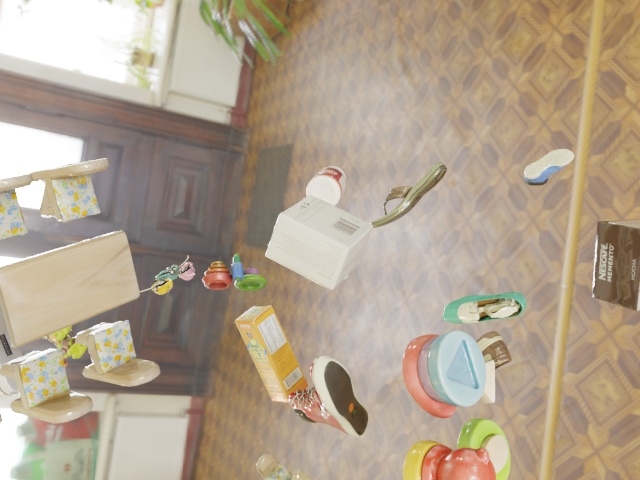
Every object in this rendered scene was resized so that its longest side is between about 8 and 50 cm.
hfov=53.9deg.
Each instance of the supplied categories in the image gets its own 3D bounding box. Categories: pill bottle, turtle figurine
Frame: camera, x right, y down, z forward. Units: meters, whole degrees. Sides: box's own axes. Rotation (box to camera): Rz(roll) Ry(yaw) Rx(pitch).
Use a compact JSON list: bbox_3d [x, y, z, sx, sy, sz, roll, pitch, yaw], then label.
[{"bbox_3d":[0.027,-0.195,2.244,0.221,0.121,0.121,-63,-6,-69],"label":"pill bottle"},{"bbox_3d":[-0.712,0.264,1.714,0.217,0.087,0.269,1,114,47],"label":"turtle figurine"}]

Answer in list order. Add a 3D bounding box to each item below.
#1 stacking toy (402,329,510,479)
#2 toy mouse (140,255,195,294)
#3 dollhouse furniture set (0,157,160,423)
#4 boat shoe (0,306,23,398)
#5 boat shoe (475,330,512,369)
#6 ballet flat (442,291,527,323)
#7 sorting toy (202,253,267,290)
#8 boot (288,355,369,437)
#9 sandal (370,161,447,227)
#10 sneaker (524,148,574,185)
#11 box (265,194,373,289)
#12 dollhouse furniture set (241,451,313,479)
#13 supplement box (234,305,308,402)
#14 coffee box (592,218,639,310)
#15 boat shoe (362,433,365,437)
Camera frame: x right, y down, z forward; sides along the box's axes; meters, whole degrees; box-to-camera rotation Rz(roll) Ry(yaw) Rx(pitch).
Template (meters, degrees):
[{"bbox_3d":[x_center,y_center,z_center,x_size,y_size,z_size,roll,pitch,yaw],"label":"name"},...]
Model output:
[{"bbox_3d":[0.281,0.315,1.112,0.130,0.280,0.308,-22,63,46],"label":"stacking toy"},{"bbox_3d":[-0.362,0.088,1.589,0.161,0.031,0.143,-15,24,26],"label":"toy mouse"},{"bbox_3d":[-0.403,0.092,0.879,0.257,0.394,0.362,0,105,37],"label":"dollhouse furniture set"},{"bbox_3d":[-0.709,0.208,1.342,0.088,0.096,0.267,-22,91,15],"label":"boat shoe"},{"bbox_3d":[0.354,0.331,1.510,0.257,0.095,0.095,-55,55,33],"label":"boat shoe"},{"bbox_3d":[0.479,0.201,1.841,0.087,0.247,0.083,-52,-52,-74],"label":"ballet flat"},{"bbox_3d":[-0.134,0.050,0.990,0.061,0.102,0.042,123,145,-58],"label":"sorting toy"},{"bbox_3d":[-0.015,0.325,1.341,0.176,0.244,0.088,5,47,32],"label":"boot"},{"bbox_3d":[0.271,-0.148,2.005,0.303,0.120,0.086,-44,79,13],"label":"sandal"},{"bbox_3d":[0.681,-0.215,1.885,0.058,0.152,0.084,63,-178,25],"label":"sneaker"},{"bbox_3d":[0.000,0.000,1.460,0.181,0.182,0.119,-39,-27,-62],"label":"box"},{"bbox_3d":[-0.104,0.528,1.168,0.212,0.242,0.161,25,148,41],"label":"dollhouse furniture set"},{"bbox_3d":[-0.117,0.274,1.519,0.078,0.080,0.233,-8,109,45],"label":"supplement box"},{"bbox_3d":[0.724,0.040,1.303,0.119,0.297,0.168,-157,66,-67],"label":"coffee box"},{"bbox_3d":[0.089,0.497,1.749,0.063,0.059,0.170,-36,11,4],"label":"boat shoe"}]
